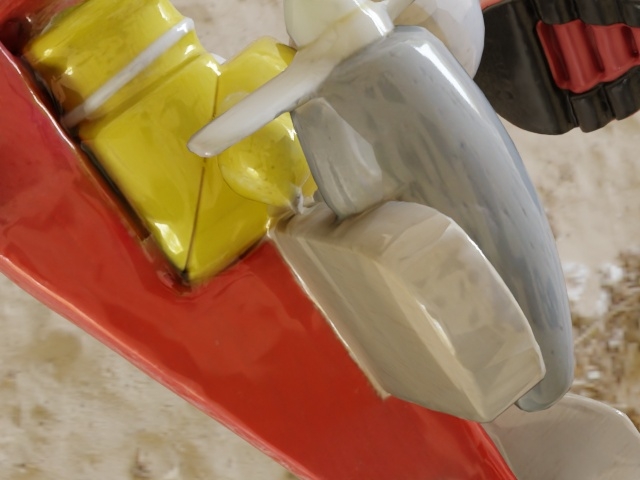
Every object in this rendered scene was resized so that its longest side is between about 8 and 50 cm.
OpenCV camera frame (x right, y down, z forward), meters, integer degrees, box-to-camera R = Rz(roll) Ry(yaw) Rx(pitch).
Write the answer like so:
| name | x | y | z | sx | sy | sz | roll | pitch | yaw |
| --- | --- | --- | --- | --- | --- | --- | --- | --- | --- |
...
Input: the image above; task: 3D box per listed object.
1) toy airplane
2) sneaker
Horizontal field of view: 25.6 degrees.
| name | x | y | z | sx | sy | sz | roll | pitch | yaw |
| --- | --- | --- | --- | --- | --- | --- | --- | --- | --- |
| toy airplane | 0.000 | 0.000 | 0.615 | 0.272 | 0.386 | 0.384 | -57 | 143 | -5 |
| sneaker | 0.232 | -0.145 | 0.752 | 0.136 | 0.314 | 0.116 | -58 | 136 | -43 |
